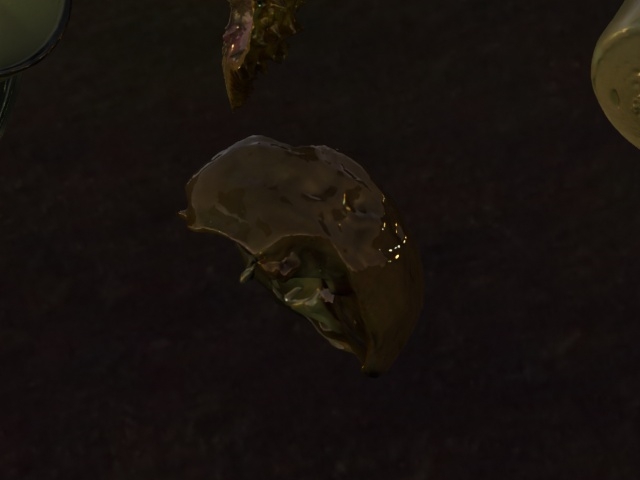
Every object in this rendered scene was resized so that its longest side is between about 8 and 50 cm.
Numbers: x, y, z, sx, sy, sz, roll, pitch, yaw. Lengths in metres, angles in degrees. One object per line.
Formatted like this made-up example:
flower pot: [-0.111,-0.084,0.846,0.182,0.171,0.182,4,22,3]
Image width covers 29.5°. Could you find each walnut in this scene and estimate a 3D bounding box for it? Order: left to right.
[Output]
walnut: [0.007,0.006,1.002,0.204,0.238,0.141,41,86,18]

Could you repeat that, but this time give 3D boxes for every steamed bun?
steamed bun: [0.382,-0.210,1.266,0.154,0.250,0.200,27,70,17]

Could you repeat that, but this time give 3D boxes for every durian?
durian: [-0.058,-0.222,1.270,0.078,0.224,0.140,-7,49,-19]

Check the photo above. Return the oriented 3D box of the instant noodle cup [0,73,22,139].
instant noodle cup: [-0.407,-0.179,1.097,0.181,0.302,0.258,10,-11,-42]

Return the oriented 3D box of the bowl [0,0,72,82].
bowl: [-0.285,-0.171,0.751,0.126,0.238,0.238,-32,11,38]
